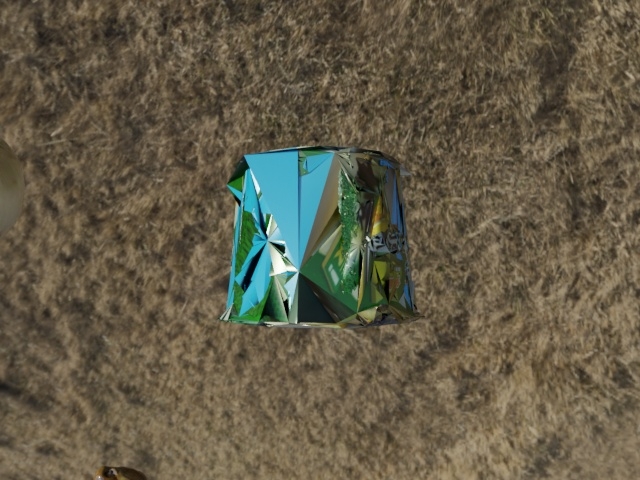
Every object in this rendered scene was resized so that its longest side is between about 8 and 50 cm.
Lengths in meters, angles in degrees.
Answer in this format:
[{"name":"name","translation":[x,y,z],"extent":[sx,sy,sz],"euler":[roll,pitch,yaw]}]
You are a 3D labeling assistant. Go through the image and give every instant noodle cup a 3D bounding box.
[{"name":"instant noodle cup","translation":[0.000,0.000,0.610],"extent":[0.240,0.178,0.240],"euler":[-2,177,0]}]

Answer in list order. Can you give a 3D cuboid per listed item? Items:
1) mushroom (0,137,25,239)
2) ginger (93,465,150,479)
[{"name":"mushroom","translation":[-0.546,-0.089,0.624],"extent":[0.315,0.315,0.356],"euler":[5,158,10]},{"name":"ginger","translation":[-0.221,0.546,0.796],"extent":[0.254,0.176,0.418],"euler":[0,91,9]}]
